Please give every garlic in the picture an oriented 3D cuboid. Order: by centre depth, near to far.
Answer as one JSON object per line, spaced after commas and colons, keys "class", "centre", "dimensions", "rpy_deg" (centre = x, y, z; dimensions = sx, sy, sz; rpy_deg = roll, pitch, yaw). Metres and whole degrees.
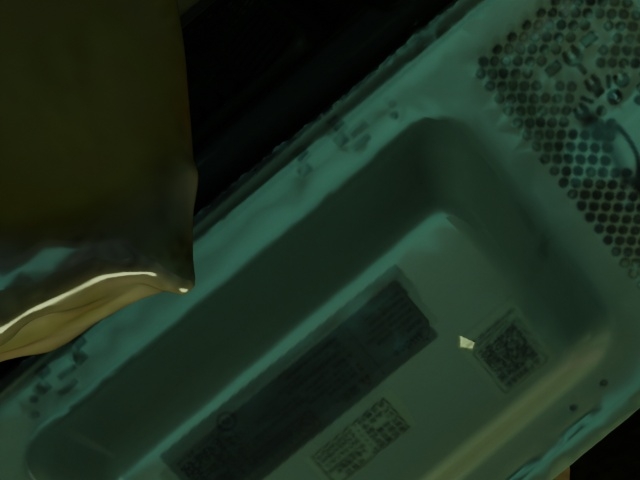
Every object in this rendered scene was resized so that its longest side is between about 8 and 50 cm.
{"class": "garlic", "centre": [-0.126, -0.109, 0.409], "dimensions": [0.143, 0.112, 0.318], "rpy_deg": [-28, 74, -30]}

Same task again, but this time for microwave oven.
{"class": "microwave oven", "centre": [0.000, 0.000, 0.488], "dimensions": [0.208, 0.162, 0.122], "rpy_deg": [-40, 112, 0]}

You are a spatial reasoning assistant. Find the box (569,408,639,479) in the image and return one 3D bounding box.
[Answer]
{"class": "box", "centre": [0.216, 0.070, 0.525], "dimensions": [0.273, 0.143, 0.184], "rpy_deg": [-21, 113, 20]}
